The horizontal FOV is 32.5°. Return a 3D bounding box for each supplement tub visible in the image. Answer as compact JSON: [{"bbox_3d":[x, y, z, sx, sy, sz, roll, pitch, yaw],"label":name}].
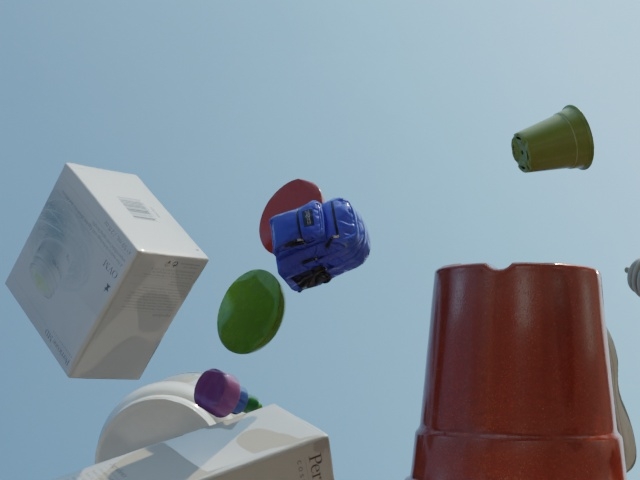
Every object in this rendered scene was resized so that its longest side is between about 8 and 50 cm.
[{"bbox_3d":[-0.226,0.333,1.762,0.228,0.228,0.316,-55,-5,0],"label":"supplement tub"}]

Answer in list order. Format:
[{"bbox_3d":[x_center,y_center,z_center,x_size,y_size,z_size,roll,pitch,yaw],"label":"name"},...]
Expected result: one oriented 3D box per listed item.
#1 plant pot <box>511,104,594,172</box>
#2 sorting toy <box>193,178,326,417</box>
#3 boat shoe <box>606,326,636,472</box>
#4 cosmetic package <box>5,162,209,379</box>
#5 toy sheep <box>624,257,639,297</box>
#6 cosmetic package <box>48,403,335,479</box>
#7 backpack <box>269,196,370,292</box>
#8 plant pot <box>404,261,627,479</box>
[{"bbox_3d":[0.280,-0.116,1.348,0.079,0.083,0.083,-17,-54,-12],"label":"plant pot"},{"bbox_3d":[-0.057,0.098,1.619,0.126,0.127,0.366,27,-95,-43],"label":"sorting toy"},{"bbox_3d":[0.397,0.223,1.722,0.103,0.118,0.321,-12,-94,-37],"label":"boat shoe"},{"bbox_3d":[-0.316,0.046,1.594,0.138,0.224,0.225,8,-61,-48],"label":"cosmetic package"},{"bbox_3d":[0.559,0.063,1.832,0.091,0.132,0.091,-4,-83,-29],"label":"toy sheep"},{"bbox_3d":[-0.203,0.396,1.396,0.453,0.161,0.230,-16,-76,-27],"label":"cosmetic package"},{"bbox_3d":[0.000,0.000,1.425,0.120,0.098,0.101,-18,-32,13],"label":"backpack"},{"bbox_3d":[0.236,0.165,1.326,0.272,0.272,0.265,7,-99,-41],"label":"plant pot"}]
